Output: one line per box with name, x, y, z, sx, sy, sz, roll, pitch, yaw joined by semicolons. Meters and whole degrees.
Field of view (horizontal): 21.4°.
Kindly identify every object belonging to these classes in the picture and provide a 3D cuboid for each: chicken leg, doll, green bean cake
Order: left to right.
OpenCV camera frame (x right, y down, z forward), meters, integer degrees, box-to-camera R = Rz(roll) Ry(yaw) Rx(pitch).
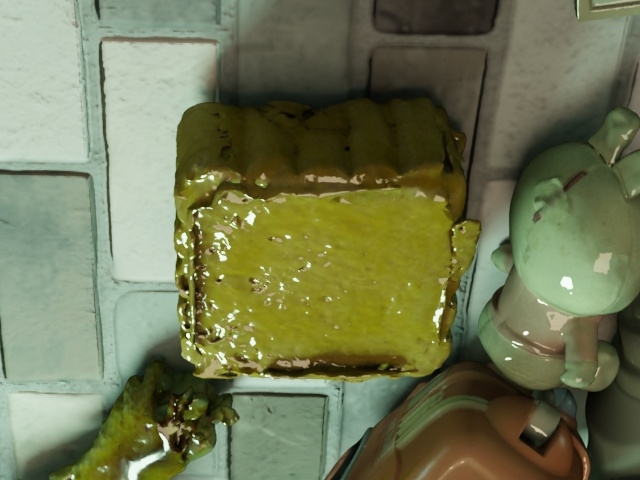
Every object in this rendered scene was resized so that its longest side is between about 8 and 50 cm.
chicken leg;-0.203;0.261;1.562;0.201;0.152;0.429;14;126;-32
green bean cake;0.000;0.000;1.302;0.224;0.131;0.229;0;132;-4
doll;0.191;0.023;1.318;0.113;0.155;0.275;-12;140;-18

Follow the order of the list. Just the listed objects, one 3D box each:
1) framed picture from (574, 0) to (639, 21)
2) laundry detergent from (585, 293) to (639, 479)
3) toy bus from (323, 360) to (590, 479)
framed picture;0.275;-0.224;1.168;0.203;0.015;0.150;-6;134;4
laundry detergent;0.341;0.192;1.511;0.264;0.124;0.397;-10;132;11
toy bus;0.122;0.211;1.429;0.194;0.287;0.232;34;105;0
